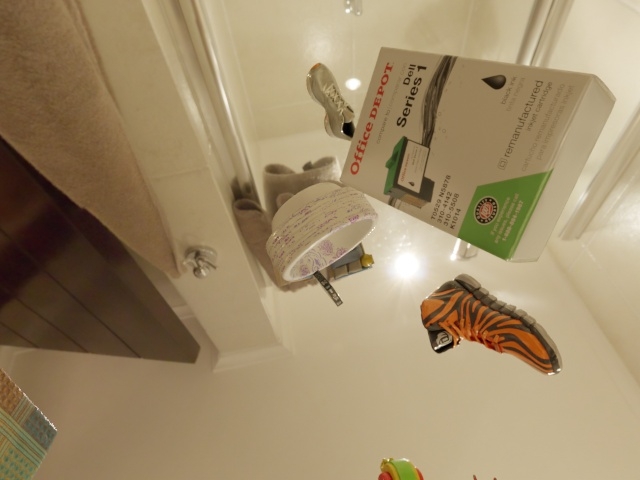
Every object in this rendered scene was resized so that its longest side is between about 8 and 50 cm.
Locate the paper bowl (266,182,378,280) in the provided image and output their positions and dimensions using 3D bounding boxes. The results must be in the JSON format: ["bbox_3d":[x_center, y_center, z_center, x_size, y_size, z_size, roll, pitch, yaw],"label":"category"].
[{"bbox_3d":[-0.007,-0.034,1.026,0.284,0.284,0.148,-28,-105,-15],"label":"paper bowl"}]

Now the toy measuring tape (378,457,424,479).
[{"bbox_3d":[0.226,0.638,0.998,0.121,0.122,0.330,-23,-167,-12],"label":"toy measuring tape"}]

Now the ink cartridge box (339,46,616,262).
[{"bbox_3d":[0.139,-0.096,0.421,0.092,0.161,0.219,0,-157,-45],"label":"ink cartridge box"}]

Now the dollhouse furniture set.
[{"bbox_3d":[0.000,0.000,1.409,0.303,0.198,0.287,-19,-98,22],"label":"dollhouse furniture set"}]

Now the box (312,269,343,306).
[{"bbox_3d":[0.018,0.119,1.015,0.018,0.067,0.083,-37,-141,-6],"label":"box"}]

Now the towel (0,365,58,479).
[{"bbox_3d":[-0.602,0.401,0.670,0.040,0.272,0.370,-13,-151,3],"label":"towel"}]

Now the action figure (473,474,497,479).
[{"bbox_3d":[0.230,0.292,0.336,0.279,0.091,0.139,-4,-86,11],"label":"action figure"}]

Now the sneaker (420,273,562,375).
[{"bbox_3d":[0.338,0.208,0.885,0.179,0.125,0.321,-29,-152,-9],"label":"sneaker"}]

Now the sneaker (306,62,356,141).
[{"bbox_3d":[0.052,-0.417,1.249,0.099,0.263,0.121,-43,-134,-11],"label":"sneaker"}]
